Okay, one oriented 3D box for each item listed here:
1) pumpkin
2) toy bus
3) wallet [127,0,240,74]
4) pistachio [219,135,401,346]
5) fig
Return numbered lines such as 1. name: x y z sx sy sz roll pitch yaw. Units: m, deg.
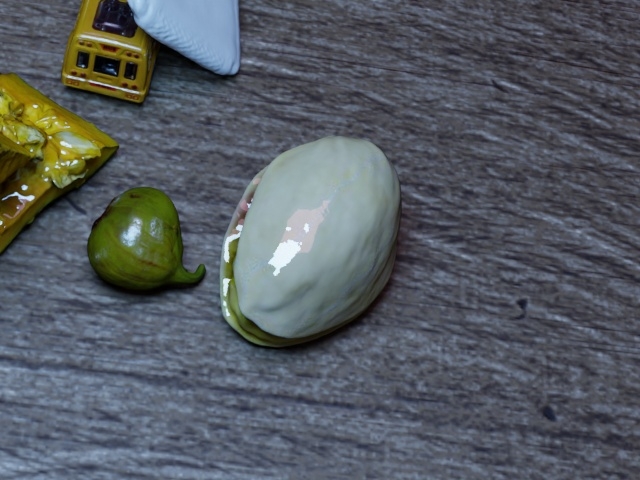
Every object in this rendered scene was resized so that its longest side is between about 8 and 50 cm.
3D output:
1. pumpkin: -0.284 -0.078 1.321 0.139 0.190 0.280 33 55 12
2. toy bus: -0.175 -0.222 1.509 0.083 0.088 0.194 12 53 -6
3. wallet: -0.122 -0.222 1.473 0.032 0.183 0.124 -10 73 25
4. pistachio: 0.000 0.000 1.381 0.145 0.117 0.200 37 58 -13
5. fig: -0.143 0.008 1.371 0.098 0.082 0.084 42 20 -2
